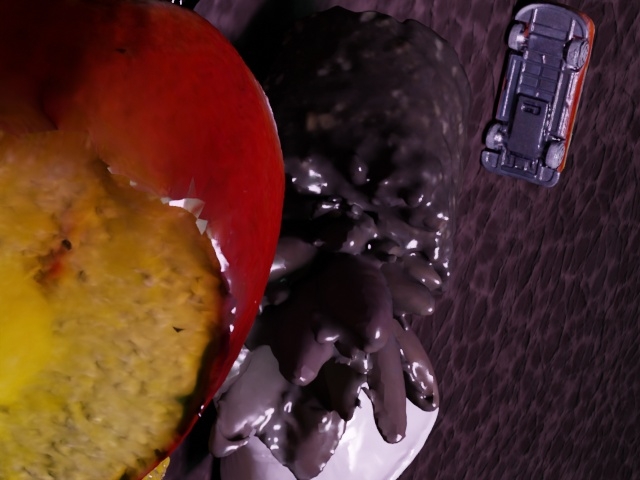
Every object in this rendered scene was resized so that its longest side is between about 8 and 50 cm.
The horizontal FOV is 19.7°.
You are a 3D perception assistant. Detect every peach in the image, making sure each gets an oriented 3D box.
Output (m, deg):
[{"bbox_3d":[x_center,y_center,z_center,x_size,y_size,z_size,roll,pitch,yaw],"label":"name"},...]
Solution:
[{"bbox_3d":[-0.171,0.022,0.983,0.281,0.281,0.338,28,84,-63],"label":"peach"}]

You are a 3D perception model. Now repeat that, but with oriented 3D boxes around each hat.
[{"bbox_3d":[-0.017,0.113,1.447,0.203,0.203,0.126,-54,134,-26],"label":"hat"}]

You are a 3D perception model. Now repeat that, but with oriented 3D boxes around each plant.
[{"bbox_3d":[0.000,0.000,1.316,0.181,0.194,0.320,72,28,-57],"label":"plant"}]

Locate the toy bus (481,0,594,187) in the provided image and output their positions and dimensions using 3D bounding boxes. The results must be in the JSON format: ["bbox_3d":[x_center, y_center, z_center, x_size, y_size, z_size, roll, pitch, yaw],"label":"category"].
[{"bbox_3d":[0.214,-0.145,1.760,0.077,0.079,0.174,-31,135,-62],"label":"toy bus"}]

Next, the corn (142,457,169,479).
[{"bbox_3d":[-0.189,0.215,1.269,0.291,0.101,0.101,-62,152,-6],"label":"corn"}]

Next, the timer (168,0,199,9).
[{"bbox_3d":[-0.105,-0.209,1.158,0.187,0.055,0.144,-52,147,-20],"label":"timer"}]
